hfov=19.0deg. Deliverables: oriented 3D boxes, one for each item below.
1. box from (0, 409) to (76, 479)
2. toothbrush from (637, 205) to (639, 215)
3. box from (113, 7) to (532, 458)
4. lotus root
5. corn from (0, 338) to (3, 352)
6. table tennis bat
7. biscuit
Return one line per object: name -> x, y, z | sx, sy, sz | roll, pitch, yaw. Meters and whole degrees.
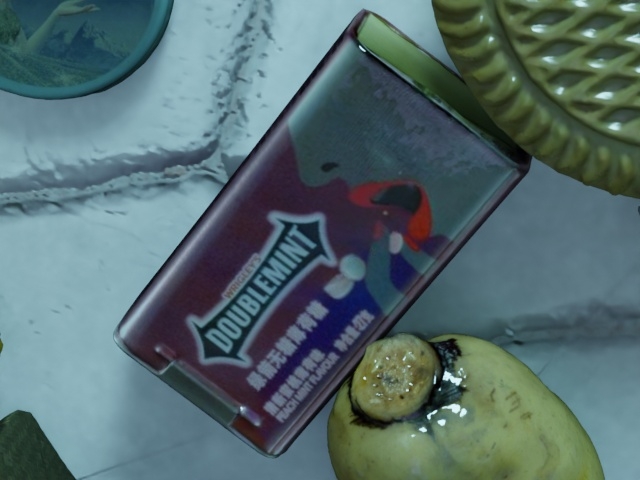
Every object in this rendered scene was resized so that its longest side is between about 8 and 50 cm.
box -> -0.206, 0.247, 1.046 | 0.143, 0.273, 0.184 | -26, 107, 18
toothbrush -> 0.285, -0.068, 0.931 | 0.288, 0.024, 0.026 | -28, 91, 23
box -> 0.000, 0.000, 1.000 | 0.120, 0.069, 0.224 | 36, 116, -4
lotus root -> 0.087, 0.135, 1.015 | 0.125, 0.118, 0.221 | -12, 131, 33
corn -> -0.268, 0.001, 1.056 | 0.080, 0.080, 0.231 | -34, 104, 24
table tennis bat -> -0.139, -0.180, 0.971 | 0.149, 0.038, 0.237 | 17, 119, 6
biscuit -> 0.177, -0.141, 0.890 | 0.259, 0.079, 0.259 | 6, 115, 12
